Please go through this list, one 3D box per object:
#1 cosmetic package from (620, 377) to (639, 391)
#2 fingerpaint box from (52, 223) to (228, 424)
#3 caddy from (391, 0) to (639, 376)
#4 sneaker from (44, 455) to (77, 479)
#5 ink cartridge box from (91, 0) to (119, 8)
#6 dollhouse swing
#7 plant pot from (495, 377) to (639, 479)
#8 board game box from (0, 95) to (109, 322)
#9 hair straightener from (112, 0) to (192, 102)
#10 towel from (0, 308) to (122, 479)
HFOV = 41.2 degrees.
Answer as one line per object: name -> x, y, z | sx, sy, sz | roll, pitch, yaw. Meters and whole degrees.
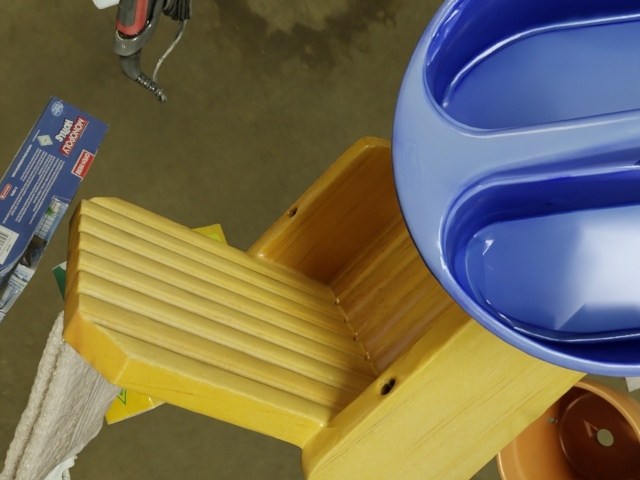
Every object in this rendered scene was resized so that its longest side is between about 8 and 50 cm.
cosmetic package -> 0.621, 0.089, 1.704 | 0.197, 0.155, 0.366 | -25, 58, 11
fingerpaint box -> -0.363, 0.180, 2.013 | 0.163, 0.444, 0.371 | -24, 86, 31
caddy -> 0.209, -0.054, 0.472 | 0.341, 0.179, 0.241 | -7, 85, 4
sneaker -> -0.396, 0.362, 1.223 | 0.061, 0.054, 0.152 | 19, 103, -12
ink cartridge box -> -0.163, -0.449, 1.198 | 0.384, 0.308, 0.091 | -19, 121, -12
dollhouse swing -> 0.000, 0.000, 0.736 | 0.315, 0.347, 0.305 | -45, 117, 9
plant pot -> 0.505, 0.390, 1.605 | 0.290, 0.203, 0.291 | 3, 95, 38
board game box -> -0.278, 0.002, 0.764 | 0.060, 0.194, 0.194 | 28, 49, -16
hair straightener -> -0.089, -0.198, 0.555 | 0.047, 0.089, 0.230 | 28, 127, 23
towel -> -0.291, 0.172, 1.039 | 0.049, 0.187, 0.282 | 28, 112, 8
